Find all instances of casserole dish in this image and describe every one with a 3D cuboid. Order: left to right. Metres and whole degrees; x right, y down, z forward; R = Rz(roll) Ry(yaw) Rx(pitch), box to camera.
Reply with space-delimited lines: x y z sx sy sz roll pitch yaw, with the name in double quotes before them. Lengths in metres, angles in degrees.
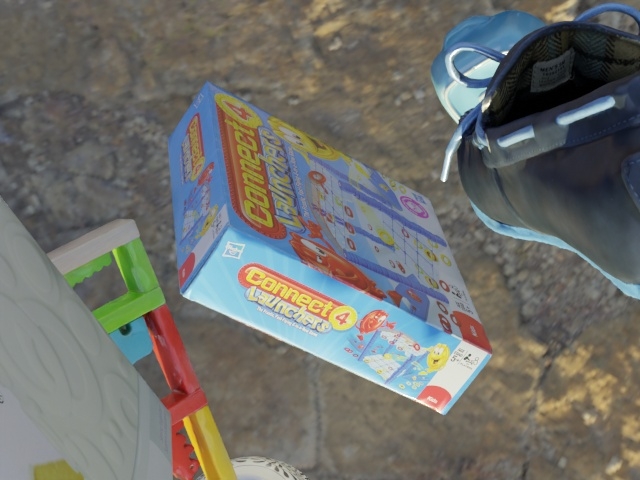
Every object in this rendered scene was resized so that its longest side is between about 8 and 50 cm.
"casserole dish" 0.171 -0.105 1.067 0.114 0.037 0.188 -32 117 34

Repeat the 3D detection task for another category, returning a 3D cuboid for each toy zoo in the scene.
"toy zoo" -0.169 0.155 0.965 0.030 0.192 0.293 3 118 54

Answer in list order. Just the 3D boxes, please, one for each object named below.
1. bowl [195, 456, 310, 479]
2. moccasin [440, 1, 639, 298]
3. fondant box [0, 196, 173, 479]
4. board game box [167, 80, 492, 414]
"bowl" -0.076 0.292 1.362 0.170 0.170 0.080 25 154 16
"moccasin" 0.150 -0.068 0.697 0.138 0.342 0.117 -25 103 -8
"fondant box" -0.202 0.076 0.715 0.096 0.238 0.330 -29 119 8
"board game box" 0.000 0.000 1.328 0.302 0.308 0.086 26 114 -24
